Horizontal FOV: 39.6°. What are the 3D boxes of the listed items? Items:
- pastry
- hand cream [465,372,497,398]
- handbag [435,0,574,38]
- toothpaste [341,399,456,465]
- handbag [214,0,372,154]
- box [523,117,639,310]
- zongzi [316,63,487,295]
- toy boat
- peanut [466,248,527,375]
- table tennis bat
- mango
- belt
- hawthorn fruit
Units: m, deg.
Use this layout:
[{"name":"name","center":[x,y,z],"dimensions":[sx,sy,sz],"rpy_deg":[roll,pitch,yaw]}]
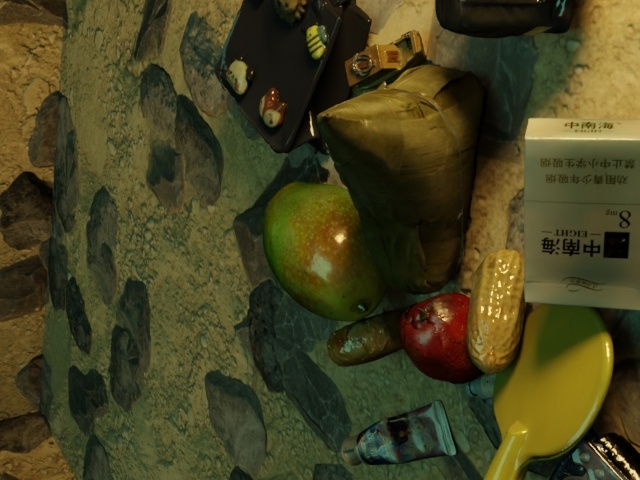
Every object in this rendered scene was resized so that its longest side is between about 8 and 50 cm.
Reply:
[{"name":"pastry","center":[0.085,0.174,1.565],"dimensions":[0.153,0.153,0.081],"rpy_deg":[-20,89,55]},{"name":"hand cream","center":[0.292,0.218,1.368],"dimensions":[0.171,0.043,0.064],"rpy_deg":[-21,70,53]},{"name":"handbag","center":[0.254,-0.395,1.171],"dimensions":[0.181,0.182,0.254],"rpy_deg":[-104,16,-70]},{"name":"toothpaste","center":[0.139,0.363,1.619],"dimensions":[0.266,0.061,0.096],"rpy_deg":[-29,72,47]},{"name":"handbag","center":[-0.059,-0.362,1.676],"dimensions":[0.303,0.122,0.329],"rpy_deg":[51,134,36]},{"name":"box","center":[0.335,-0.031,1.121],"dimensions":[0.155,0.067,0.242],"rpy_deg":[5,121,18]},{"name":"zongzi","center":[0.098,-0.055,1.301],"dimensions":[0.174,0.393,0.355],"rpy_deg":[13,114,29]},{"name":"toy boat","center":[0.104,-0.299,1.490],"dimensions":[0.200,0.077,0.057],"rpy_deg":[-17,83,55]},{"name":"peanut","center":[0.259,0.105,1.317],"dimensions":[0.093,0.083,0.194],"rpy_deg":[156,130,-68]},{"name":"table tennis bat","center":[0.298,0.253,1.251],"dimensions":[0.368,0.054,0.224],"rpy_deg":[-67,23,3]},{"name":"mango","center":[0.000,0.000,1.609],"dimensions":[0.382,0.201,0.225],"rpy_deg":[-131,30,-56]},{"name":"belt","center":[0.366,0.358,1.227],"dimensions":[0.128,0.122,0.218],"rpy_deg":[50,126,39]},{"name":"hawthorn fruit","center":[0.189,0.143,1.393],"dimensions":[0.148,0.172,0.148],"rpy_deg":[-21,53,32]}]
